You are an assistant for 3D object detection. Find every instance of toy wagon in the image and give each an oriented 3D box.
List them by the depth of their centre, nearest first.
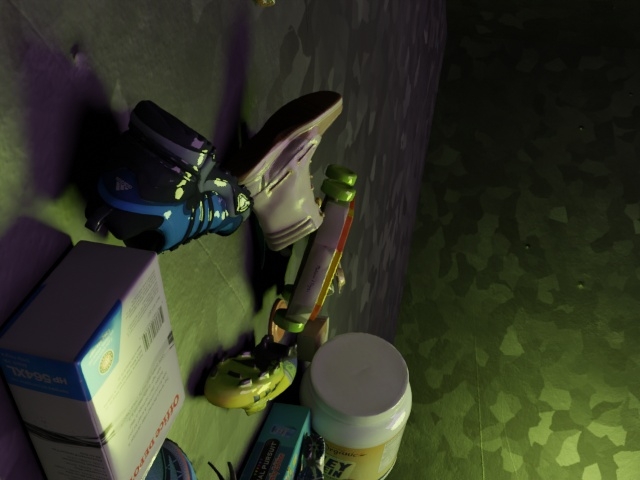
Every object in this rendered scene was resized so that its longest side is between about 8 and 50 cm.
[{"bbox_3d":[0.000,0.000,1.396,0.344,0.068,0.267,-76,-173,-72],"label":"toy wagon"}]

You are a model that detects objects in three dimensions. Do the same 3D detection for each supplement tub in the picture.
[{"bbox_3d":[0.065,0.358,1.623,0.316,0.228,0.228,95,11,-48],"label":"supplement tub"}]

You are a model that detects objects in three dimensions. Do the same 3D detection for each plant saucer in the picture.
[{"bbox_3d":[-0.076,0.150,1.444,0.083,0.013,0.083,7,90,-77],"label":"plant saucer"}]

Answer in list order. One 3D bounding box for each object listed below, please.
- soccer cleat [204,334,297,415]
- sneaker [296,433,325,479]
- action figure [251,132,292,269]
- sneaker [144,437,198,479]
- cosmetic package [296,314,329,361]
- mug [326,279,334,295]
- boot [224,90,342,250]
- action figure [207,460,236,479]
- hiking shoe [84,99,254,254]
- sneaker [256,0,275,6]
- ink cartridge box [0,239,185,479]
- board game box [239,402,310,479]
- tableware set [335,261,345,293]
[{"bbox_3d":[-0.102,0.228,1.216,0.289,0.093,0.121,-14,118,-75],"label":"soccer cleat"},{"bbox_3d":[-0.014,0.431,1.440,0.058,0.052,0.135,85,16,-58],"label":"sneaker"},{"bbox_3d":[-0.075,-0.076,1.228,0.232,0.064,0.137,78,27,-47],"label":"action figure"},{"bbox_3d":[-0.204,0.329,0.817,0.125,0.104,0.261,71,30,-59],"label":"sneaker"},{"bbox_3d":[-0.016,0.208,1.670,0.115,0.041,0.060,-51,147,-65],"label":"cosmetic package"},{"bbox_3d":[-0.001,0.073,1.622,0.078,0.062,0.064,84,10,-66],"label":"mug"},{"bbox_3d":[-0.029,-0.103,1.147,0.213,0.077,0.165,-45,132,-21],"label":"boot"},{"bbox_3d":[-0.135,0.465,1.115,0.164,0.141,0.275,29,71,-64],"label":"action figure"},{"bbox_3d":[-0.163,-0.044,0.832,0.132,0.113,0.304,-53,166,-5],"label":"hiking shoe"},{"bbox_3d":[-0.084,-0.360,1.086,0.083,0.032,0.036,61,25,-77],"label":"sneaker"},{"bbox_3d":[-0.204,0.126,0.731,0.148,0.086,0.203,-65,160,-50],"label":"ink cartridge box"},{"bbox_3d":[-0.093,0.501,1.415,0.336,0.079,0.253,-63,156,-60],"label":"board game box"},{"bbox_3d":[0.030,0.032,1.647,0.168,0.020,0.141,-103,-178,-78],"label":"tableware set"}]
